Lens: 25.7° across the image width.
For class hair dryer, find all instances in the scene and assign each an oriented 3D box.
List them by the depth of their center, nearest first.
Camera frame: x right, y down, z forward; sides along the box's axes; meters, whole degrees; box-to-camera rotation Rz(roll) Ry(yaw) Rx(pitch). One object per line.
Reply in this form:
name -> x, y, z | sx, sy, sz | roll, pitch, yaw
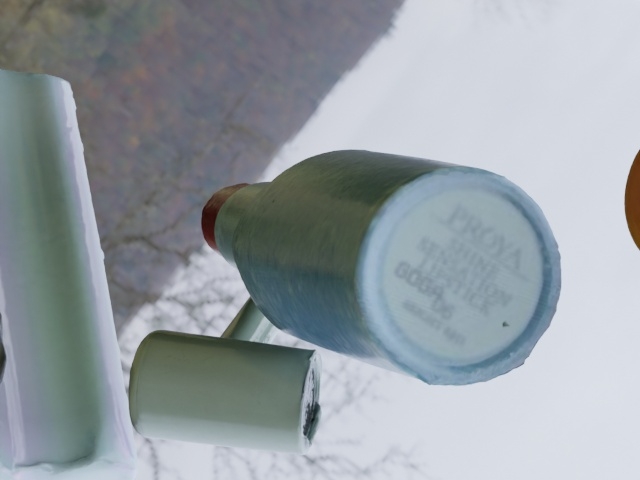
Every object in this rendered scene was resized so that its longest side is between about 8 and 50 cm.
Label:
hair dryer -> -0.024, 0.041, 0.526 | 0.124, 0.063, 0.038 | -56, 151, -70

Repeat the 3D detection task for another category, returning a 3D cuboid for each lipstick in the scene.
lipstick -> 0.000, 0.000, 0.494 | 0.068, 0.061, 0.274 | -34, -168, -11

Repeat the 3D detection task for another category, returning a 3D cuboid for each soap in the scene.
soap -> -0.219, 0.030, 0.870 | 0.208, 0.115, 0.347 | -52, -137, 44

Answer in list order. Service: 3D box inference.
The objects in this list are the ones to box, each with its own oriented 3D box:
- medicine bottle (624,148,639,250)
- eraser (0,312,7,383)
medicine bottle -> 0.316, -0.016, 0.944 | 0.112, 0.222, 0.149 | -57, -138, 30
eraser -> -0.278, 0.047, 0.608 | 0.174, 0.227, 0.081 | -26, -124, 44
